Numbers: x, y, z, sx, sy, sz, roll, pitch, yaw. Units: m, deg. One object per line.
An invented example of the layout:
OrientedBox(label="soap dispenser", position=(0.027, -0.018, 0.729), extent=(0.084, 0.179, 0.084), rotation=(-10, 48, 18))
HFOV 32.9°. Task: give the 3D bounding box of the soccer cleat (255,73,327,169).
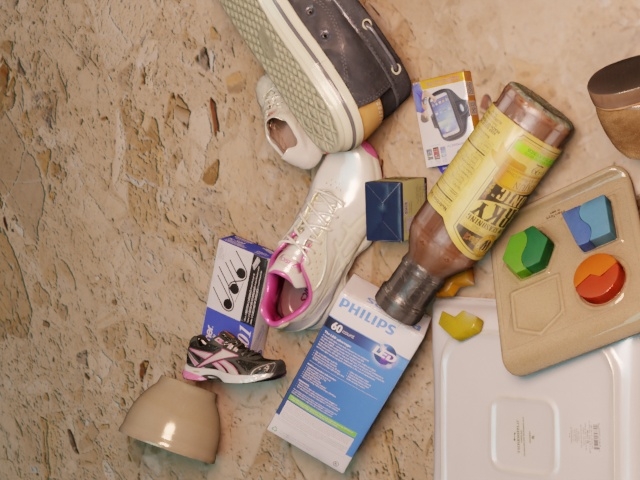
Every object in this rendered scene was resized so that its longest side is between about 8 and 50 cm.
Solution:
OrientedBox(label="soccer cleat", position=(-0.056, -0.180, 1.562), extent=(0.068, 0.076, 0.196), rotation=(-51, 49, 28))

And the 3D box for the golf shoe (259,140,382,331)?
OrientedBox(label="golf shoe", position=(0.000, 0.000, 1.549), extent=(0.115, 0.140, 0.306), rotation=(25, 109, 27))

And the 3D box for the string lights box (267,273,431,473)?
OrientedBox(label="string lights box", position=(0.040, 0.195, 1.570), extent=(0.133, 0.077, 0.260), rotation=(30, 113, 5))

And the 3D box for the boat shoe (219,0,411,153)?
OrientedBox(label="boat shoe", position=(-0.044, -0.360, 1.494), extent=(0.500, 0.156, 0.187), rotation=(58, 162, 4))

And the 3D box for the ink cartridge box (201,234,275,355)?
OrientedBox(label="ink cartridge box", position=(-0.127, 0.105, 1.695), extent=(0.097, 0.046, 0.207), rotation=(22, 110, 27))

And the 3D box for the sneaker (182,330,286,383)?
OrientedBox(label="sneaker", position=(-0.137, 0.176, 1.647), extent=(0.178, 0.072, 0.077), rotation=(0, 89, 26))

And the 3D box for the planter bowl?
OrientedBox(label="planter bowl", position=(-0.229, 0.280, 1.735), extent=(0.162, 0.162, 0.109), rotation=(13, 78, 29))

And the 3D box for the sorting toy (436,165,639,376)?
OrientedBox(label="sorting toy", position=(0.270, 0.053, 1.389), extent=(0.307, 0.041, 0.229), rotation=(-27, 50, 31))

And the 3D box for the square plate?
OrientedBox(label="square plate", position=(0.275, 0.248, 1.408), extent=(0.344, 0.049, 0.347), rotation=(-2, 87, 43))

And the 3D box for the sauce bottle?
OrientedBox(label="sauce bottle", position=(0.193, -0.039, 1.424), extent=(0.111, 0.111, 0.344), rotation=(40, 111, 20))

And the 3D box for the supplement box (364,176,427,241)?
OrientedBox(label="supplement box", position=(0.106, -0.044, 1.507), extent=(0.056, 0.083, 0.083), rotation=(3, 99, 31))

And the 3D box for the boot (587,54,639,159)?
OrientedBox(label="boot", position=(0.480, -0.174, 1.272), extent=(0.305, 0.112, 0.115), rotation=(-10, 123, 28))

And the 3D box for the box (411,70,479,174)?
OrientedBox(label="box", position=(0.176, -0.157, 1.481), extent=(0.081, 0.028, 0.136), rotation=(-9, 91, 32))
